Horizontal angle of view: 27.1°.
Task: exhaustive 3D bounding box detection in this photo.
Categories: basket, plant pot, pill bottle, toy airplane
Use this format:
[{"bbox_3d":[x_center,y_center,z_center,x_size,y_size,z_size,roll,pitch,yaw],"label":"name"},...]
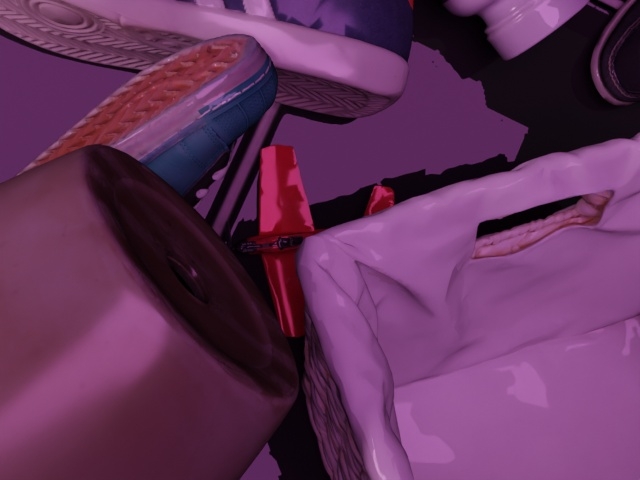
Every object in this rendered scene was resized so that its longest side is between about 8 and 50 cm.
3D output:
[{"bbox_3d":[0.181,0.143,0.875,0.328,0.266,0.331,-17,66,-11],"label":"basket"},{"bbox_3d":[-0.175,0.103,0.780,0.280,0.323,0.323,-37,97,11],"label":"plant pot"},{"bbox_3d":[0.119,-0.231,0.997,0.108,0.108,0.180,-39,97,-9],"label":"pill bottle"},{"bbox_3d":[0.000,0.000,1.014,0.151,0.028,0.151,0,92,-11],"label":"toy airplane"}]

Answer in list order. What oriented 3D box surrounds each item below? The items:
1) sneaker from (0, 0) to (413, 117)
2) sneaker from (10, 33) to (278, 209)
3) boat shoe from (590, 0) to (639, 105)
[{"bbox_3d":[-0.097,-0.200,0.956,0.350,0.131,0.148,14,79,-15],"label":"sneaker"},{"bbox_3d":[-0.131,-0.022,0.918,0.302,0.108,0.121,-34,116,22],"label":"sneaker"},{"bbox_3d":[0.315,-0.188,1.052,0.233,0.079,0.084,-34,98,-8],"label":"boat shoe"}]
